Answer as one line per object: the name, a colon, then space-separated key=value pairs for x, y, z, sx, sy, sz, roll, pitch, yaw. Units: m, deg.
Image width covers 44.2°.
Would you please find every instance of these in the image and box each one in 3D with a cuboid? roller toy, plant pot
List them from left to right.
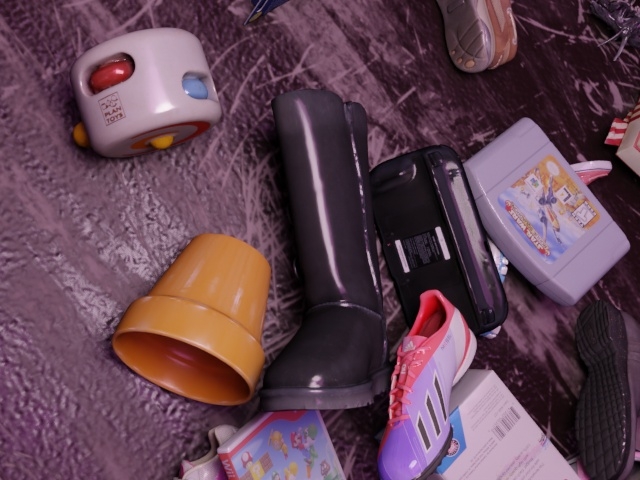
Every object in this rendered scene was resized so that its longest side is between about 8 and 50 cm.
roller toy: x=-0.246 y=-0.198 z=1.114 sx=0.209 sy=0.191 sz=0.146 roll=-17 pitch=88 yaw=-23
plant pot: x=-0.159 y=0.100 z=1.106 sx=0.205 sy=0.205 sz=0.188 roll=29 pitch=57 yaw=-14

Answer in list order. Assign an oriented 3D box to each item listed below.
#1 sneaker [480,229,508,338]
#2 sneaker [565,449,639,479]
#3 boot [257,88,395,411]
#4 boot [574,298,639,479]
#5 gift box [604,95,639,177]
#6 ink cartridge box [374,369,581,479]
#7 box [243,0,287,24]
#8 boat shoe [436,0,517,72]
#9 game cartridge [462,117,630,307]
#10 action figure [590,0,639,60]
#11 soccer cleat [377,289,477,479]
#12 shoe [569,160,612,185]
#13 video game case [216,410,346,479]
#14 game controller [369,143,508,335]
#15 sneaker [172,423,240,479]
sneaker: x=0.265 y=0.067 z=1.331 sx=0.082 sy=0.071 sz=0.191 roll=8 pitch=78 yaw=-14
sneaker: x=0.426 y=0.427 z=1.296 sx=0.319 sy=0.131 sz=0.112 roll=-25 pitch=92 yaw=-22
boot: x=0.000 y=0.000 z=1.108 sx=0.146 sy=0.367 sz=0.445 roll=-5 pitch=85 yaw=14
boot: x=0.557 y=0.272 z=1.339 sx=0.222 sy=0.118 sz=0.338 roll=25 pitch=56 yaw=-15
gift box: x=0.699 y=-0.189 z=1.432 sx=0.255 sy=0.258 sz=0.276 roll=43 pitch=62 yaw=-10
ink cartridge box: x=0.240 y=0.342 z=1.220 sx=0.171 sy=0.168 sz=0.233 roll=-41 pitch=96 yaw=-21
box: x=-0.027 y=-0.431 z=1.265 sx=0.225 sy=0.136 sz=0.036 roll=-36 pitch=96 yaw=-22
boat shoe: x=0.274 y=-0.459 z=1.403 sx=0.116 sy=0.123 sz=0.325 roll=-10 pitch=91 yaw=-29
game cartridge: x=0.373 y=-0.045 z=1.332 sx=0.198 sy=0.062 sz=0.297 roll=-37 pitch=88 yaw=-31
action figure: x=0.620 y=-0.487 z=1.520 sx=0.164 sy=0.141 sz=0.276 roll=28 pitch=69 yaw=-16
soccer cleat: x=0.138 y=0.206 z=1.122 sx=0.116 sy=0.108 sz=0.318 roll=59 pitch=39 yaw=-24
shoe: x=0.455 y=-0.095 z=1.435 sx=0.178 sy=0.063 sz=0.081 roll=-9 pitch=86 yaw=-16
video game case: x=-0.028 y=0.370 z=1.116 sx=0.204 sy=0.025 sz=0.285 roll=-32 pitch=103 yaw=-54
game controller: x=0.187 y=0.009 z=1.288 sx=0.166 sy=0.067 sz=0.319 roll=-19 pitch=86 yaw=20
sneaker: x=-0.168 y=0.367 z=1.105 sx=0.111 sy=0.103 sz=0.252 roll=38 pitch=62 yaw=-10
